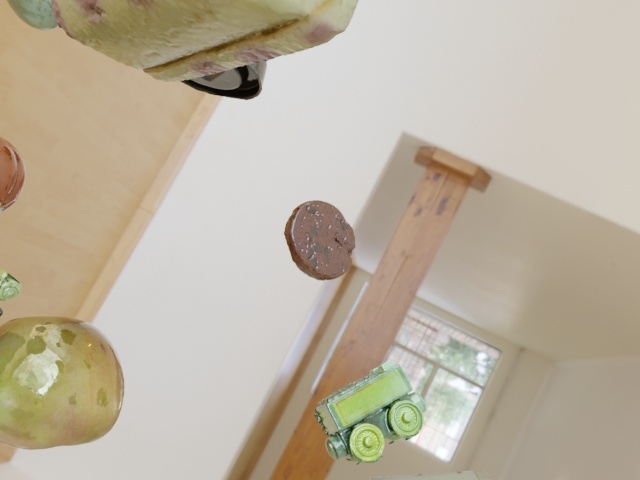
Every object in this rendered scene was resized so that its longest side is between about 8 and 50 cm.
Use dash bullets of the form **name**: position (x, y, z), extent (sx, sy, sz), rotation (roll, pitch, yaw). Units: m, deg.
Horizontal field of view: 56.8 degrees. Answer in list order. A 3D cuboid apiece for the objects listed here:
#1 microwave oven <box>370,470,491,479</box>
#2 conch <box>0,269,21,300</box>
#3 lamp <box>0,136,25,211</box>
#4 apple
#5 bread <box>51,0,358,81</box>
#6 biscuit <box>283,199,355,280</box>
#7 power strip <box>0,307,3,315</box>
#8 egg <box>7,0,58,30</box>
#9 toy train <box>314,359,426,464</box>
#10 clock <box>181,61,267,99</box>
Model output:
- **microwave oven**: position (0.146, 0.446, 0.771), extent (0.145, 0.194, 0.240), rotation (-92, 180, -81)
- **conch**: position (-0.969, 0.119, 1.783), extent (0.079, 0.170, 0.105), rotation (-38, 139, -27)
- **lamp**: position (-0.647, -0.114, 1.057), extent (0.223, 0.196, 0.223), rotation (-19, 176, -1)
- **apple**: position (-0.604, 0.308, 1.326), extent (0.319, 0.319, 0.277), rotation (38, 53, -79)
- **bread**: position (-0.136, -0.277, 0.630), extent (0.187, 0.338, 0.155), rotation (18, 81, -42)
- **biscuit**: position (0.000, 0.000, 1.372), extent (0.049, 0.192, 0.192), rotation (-25, -153, 54)
- **power strip**: position (-0.806, 0.184, 1.207), extent (0.251, 0.257, 0.092), rotation (-48, 145, -26)
- **egg**: position (-0.766, -0.681, 1.598), extent (0.168, 0.230, 0.168), rotation (-20, 177, -1)
- **toy train**: position (0.125, 0.430, 1.466), extent (0.272, 0.188, 0.159), rotation (-23, 166, -20)
- **clock**: position (-0.280, -0.434, 1.381), extent (0.325, 0.325, 0.067), rotation (66, 42, -76)
